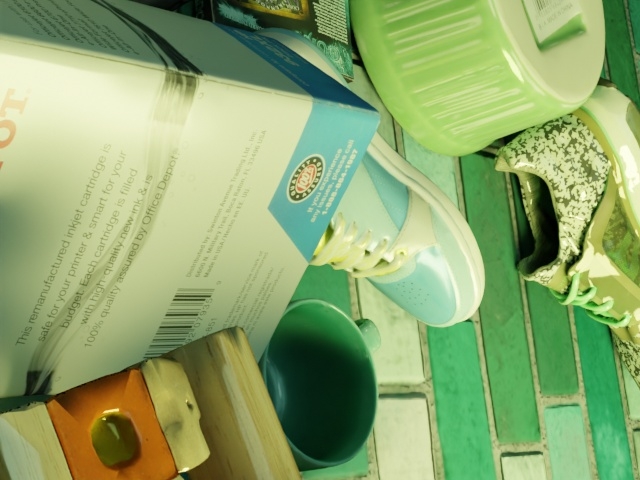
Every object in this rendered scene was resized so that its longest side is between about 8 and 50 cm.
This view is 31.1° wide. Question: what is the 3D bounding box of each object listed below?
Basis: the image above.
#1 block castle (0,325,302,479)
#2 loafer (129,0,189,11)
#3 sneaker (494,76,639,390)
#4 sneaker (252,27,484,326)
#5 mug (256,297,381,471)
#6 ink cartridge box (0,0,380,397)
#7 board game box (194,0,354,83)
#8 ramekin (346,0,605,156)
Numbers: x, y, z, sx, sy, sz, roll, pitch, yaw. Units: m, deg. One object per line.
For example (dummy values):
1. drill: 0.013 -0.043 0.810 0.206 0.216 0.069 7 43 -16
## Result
1. block castle: -0.206 0.215 0.502 0.453 0.303 0.212 -17 85 -51
2. loafer: -0.161 -0.208 0.824 0.366 0.134 0.130 -45 111 -46
3. sneaker: 0.305 0.028 1.328 0.182 0.158 0.410 -27 102 -19
4. sneaker: 0.000 0.000 0.954 0.319 0.127 0.208 47 44 -16
5. mug: -0.024 0.118 0.903 0.158 0.097 0.129 17 64 -46
6. ink cartridge box: -0.142 -0.029 0.706 0.307 0.223 0.129 4 30 -49
7. board game box: -0.041 -0.223 1.054 0.186 0.026 0.126 14 68 -47
8. ramekin: 0.174 -0.250 1.204 0.303 0.148 0.303 17 67 -48
